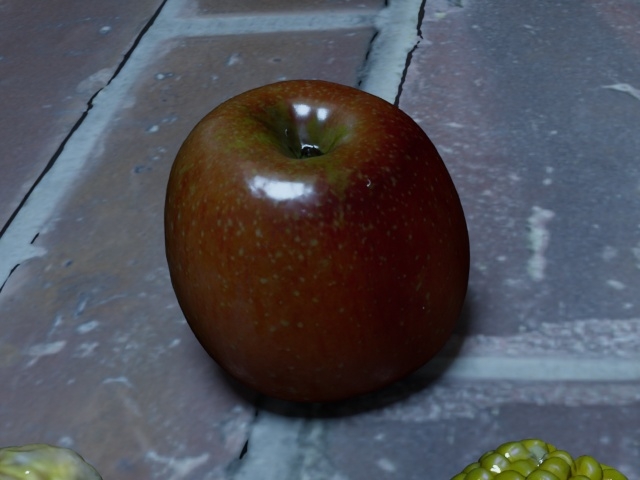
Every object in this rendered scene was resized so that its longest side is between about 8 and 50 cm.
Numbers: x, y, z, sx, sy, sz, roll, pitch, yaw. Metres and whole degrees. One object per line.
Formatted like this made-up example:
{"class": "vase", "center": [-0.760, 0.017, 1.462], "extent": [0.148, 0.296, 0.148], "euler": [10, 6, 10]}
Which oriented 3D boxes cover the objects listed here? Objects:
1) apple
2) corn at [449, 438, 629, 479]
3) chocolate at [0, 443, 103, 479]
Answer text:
{"class": "apple", "center": [0.000, 0.000, 0.709], "extent": [0.181, 0.168, 0.181], "euler": [0, 38, 0]}
{"class": "corn", "center": [0.038, 0.182, 0.490], "extent": [0.101, 0.101, 0.310], "euler": [22, 44, 38]}
{"class": "chocolate", "center": [-0.195, 0.207, 0.488], "extent": [0.134, 0.134, 0.309], "euler": [12, 43, 28]}
